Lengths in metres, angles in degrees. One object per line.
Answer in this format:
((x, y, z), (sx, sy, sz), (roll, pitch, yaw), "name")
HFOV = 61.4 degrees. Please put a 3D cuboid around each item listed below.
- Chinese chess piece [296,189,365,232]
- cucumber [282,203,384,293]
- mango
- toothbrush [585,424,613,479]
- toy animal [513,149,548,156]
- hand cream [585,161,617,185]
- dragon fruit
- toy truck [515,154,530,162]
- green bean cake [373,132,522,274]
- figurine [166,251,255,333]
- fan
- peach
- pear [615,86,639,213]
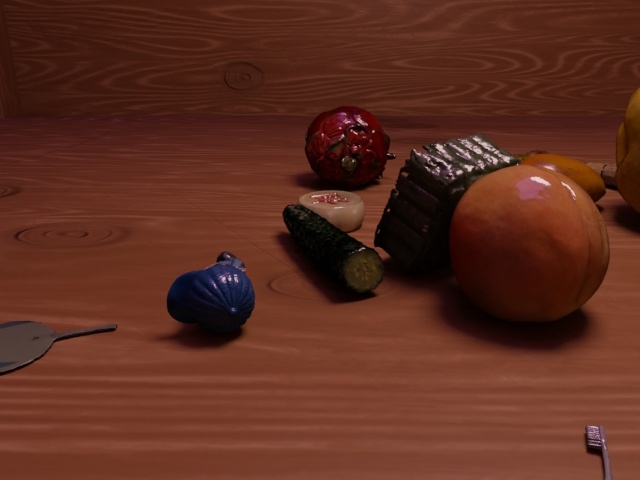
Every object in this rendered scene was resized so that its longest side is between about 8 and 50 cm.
((0.018, -0.052, 0.954), (0.122, 0.051, 0.122), (0, 19, 0), "Chinese chess piece")
((0.000, 0.000, 0.787), (0.068, 0.067, 0.293), (-7, 19, -20), "cucumber")
((0.456, -0.104, 1.029), (0.219, 0.112, 0.145), (2, 15, -32), "mango")
((0.190, 0.175, 0.359), (0.014, 0.011, 0.167), (2, 19, 21), "toothbrush")
((0.405, -0.161, 1.249), (0.224, 0.066, 0.230), (-6, 9, 34), "toy animal")
((0.668, -0.144, 1.195), (0.084, 0.084, 0.203), (-9, 14, -23), "hand cream")
((0.062, -0.217, 1.252), (0.192, 0.193, 0.274), (-25, 16, 10), "dragon fruit")
((0.431, -0.144, 1.165), (0.049, 0.083, 0.054), (-12, 21, -27), "toy truck")
((0.180, -0.049, 0.753), (0.181, 0.173, 0.094), (-15, 48, -41), "green bean cake")
((-0.117, 0.058, 0.623), (0.087, 0.086, 0.149), (40, 5, -6), "figurine")
((-0.307, 0.106, 0.568), (0.175, 0.005, 0.113), (-8, 20, -21), "fan")
((0.234, 0.001, 0.618), (0.184, 0.184, 0.184), (0, 19, 0), "peach")
((0.658, -0.158, 0.890), (0.314, 0.314, 0.314), (0, 19, 0), "pear")
